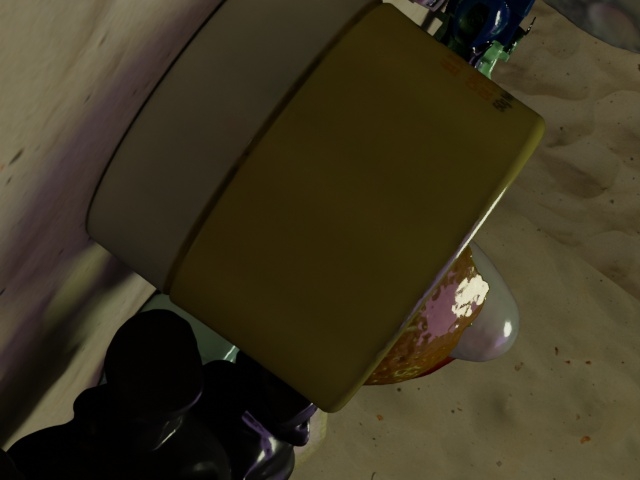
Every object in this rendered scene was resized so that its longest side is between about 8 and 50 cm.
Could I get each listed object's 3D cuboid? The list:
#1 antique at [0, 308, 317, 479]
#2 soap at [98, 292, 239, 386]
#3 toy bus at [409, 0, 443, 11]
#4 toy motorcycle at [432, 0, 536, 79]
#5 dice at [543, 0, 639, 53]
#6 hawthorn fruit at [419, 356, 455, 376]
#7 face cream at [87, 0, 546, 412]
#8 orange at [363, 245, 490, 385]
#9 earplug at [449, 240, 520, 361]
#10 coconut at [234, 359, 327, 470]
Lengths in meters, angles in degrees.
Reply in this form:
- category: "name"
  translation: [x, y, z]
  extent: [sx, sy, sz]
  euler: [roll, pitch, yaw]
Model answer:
- category: "antique"
  translation: [-0.142, 0.181, 0.969]
  extent: [0.322, 0.185, 0.255]
  euler: [-36, 167, -3]
- category: "soap"
  translation: [-0.133, 0.114, 1.320]
  extent: [0.145, 0.091, 0.230]
  euler: [-51, 175, -31]
- category: "toy bus"
  translation: [0.085, -0.222, 1.210]
  extent: [0.037, 0.052, 0.130]
  euler: [-52, 177, 11]
- category: "toy motorcycle"
  translation: [0.202, -0.281, 1.766]
  extent: [0.331, 0.125, 0.196]
  euler: [-59, 173, 30]
- category: "dice"
  translation: [0.340, -0.366, 1.397]
  extent: [0.271, 0.270, 0.270]
  euler: [-53, 176, -14]
- category: "hawthorn fruit"
  translation: [0.084, 0.052, 1.945]
  extent: [0.295, 0.311, 0.295]
  euler: [-27, -173, 3]
- category: "face cream"
  translation: [0.000, -0.035, 0.834]
  extent: [0.218, 0.179, 0.218]
  euler: [-53, 177, -4]
- category: "orange"
  translation: [-0.003, 0.002, 1.037]
  extent: [0.158, 0.237, 0.179]
  euler: [-13, 133, -32]
- category: "earplug"
  translation: [0.082, 0.018, 1.483]
  extent: [0.172, 0.301, 0.172]
  euler: [-54, 177, -4]
- category: "coconut"
  translation: [-0.093, 0.179, 1.709]
  extent: [0.224, 0.224, 0.224]
  euler: [-53, 177, -4]
